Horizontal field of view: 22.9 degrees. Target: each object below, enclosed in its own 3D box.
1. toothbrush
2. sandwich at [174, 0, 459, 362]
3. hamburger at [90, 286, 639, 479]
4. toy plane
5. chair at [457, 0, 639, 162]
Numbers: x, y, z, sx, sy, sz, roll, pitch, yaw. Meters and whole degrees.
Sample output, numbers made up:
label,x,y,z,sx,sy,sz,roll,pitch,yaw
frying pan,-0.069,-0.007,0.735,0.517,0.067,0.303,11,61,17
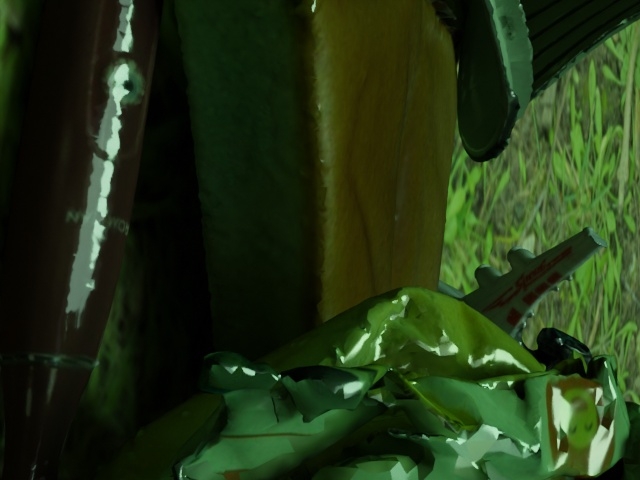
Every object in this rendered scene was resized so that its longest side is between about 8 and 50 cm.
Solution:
label,x,y,z,sx,sy,sz,roll,pitch,yaw
toothbrush,-0.078,-0.019,0.503,0.041,0.041,0.364,26,69,-61
sandwich,0.000,0.000,0.593,0.245,0.063,0.212,22,73,-71
hamburger,0.006,0.099,0.512,0.214,0.125,0.235,-44,128,2
toy plane,0.074,0.056,0.711,0.162,0.065,0.171,-60,-159,13
chair,0.157,-0.166,0.714,0.203,0.275,0.190,-82,149,-42
